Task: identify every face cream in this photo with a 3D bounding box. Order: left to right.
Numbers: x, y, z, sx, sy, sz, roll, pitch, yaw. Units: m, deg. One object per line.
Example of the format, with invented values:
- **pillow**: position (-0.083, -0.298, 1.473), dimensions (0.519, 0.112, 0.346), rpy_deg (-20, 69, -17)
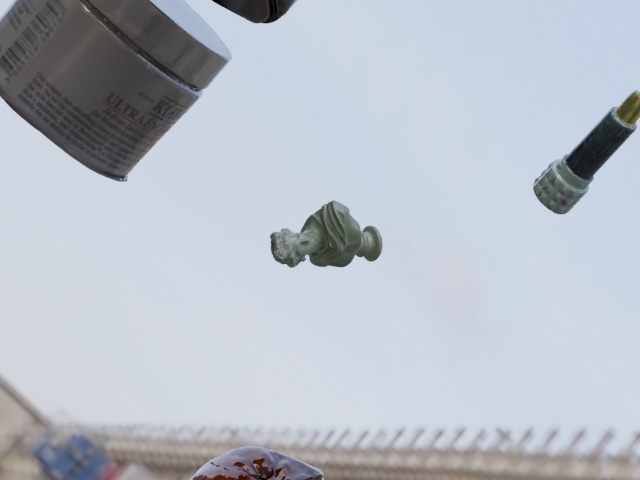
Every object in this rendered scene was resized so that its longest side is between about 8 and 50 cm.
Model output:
- **face cream**: position (-0.189, -0.161, 1.523), dimensions (0.177, 0.153, 0.177), rpy_deg (41, 10, -9)

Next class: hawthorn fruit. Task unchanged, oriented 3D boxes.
- **hawthorn fruit**: position (-0.066, 0.272, 1.588), dimensions (0.148, 0.148, 0.172), rpy_deg (36, -53, 17)

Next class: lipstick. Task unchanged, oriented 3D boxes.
- **lipstick**: position (0.207, -0.069, 1.312), dimensions (0.037, 0.037, 0.116), rpy_deg (41, -56, 1)

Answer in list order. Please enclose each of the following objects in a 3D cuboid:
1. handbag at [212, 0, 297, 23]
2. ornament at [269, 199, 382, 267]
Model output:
- **handbag**: position (-0.057, -0.332, 1.415), dimensions (0.257, 0.285, 0.113), rpy_deg (27, -24, 23)
- **ornament**: position (0.003, 0.000, 1.416), dimensions (0.068, 0.092, 0.041), rpy_deg (82, -14, -54)
